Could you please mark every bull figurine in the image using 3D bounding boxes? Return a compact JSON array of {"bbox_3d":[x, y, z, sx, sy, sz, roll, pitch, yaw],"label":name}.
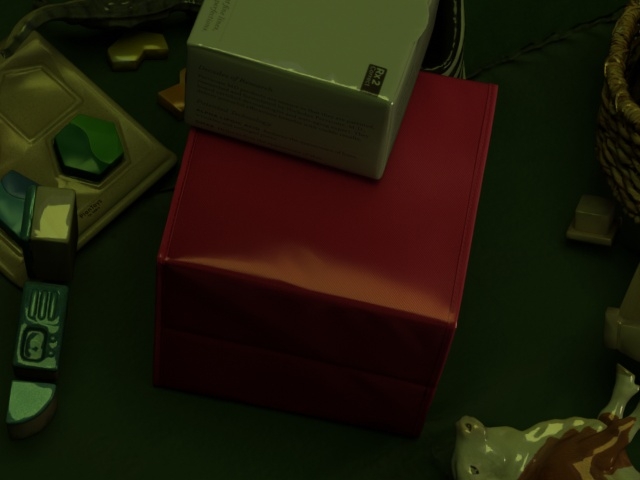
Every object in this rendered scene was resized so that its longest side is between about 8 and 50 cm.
[{"bbox_3d":[0.268,0.230,1.767,0.310,0.101,0.188,39,92,6],"label":"bull figurine"}]

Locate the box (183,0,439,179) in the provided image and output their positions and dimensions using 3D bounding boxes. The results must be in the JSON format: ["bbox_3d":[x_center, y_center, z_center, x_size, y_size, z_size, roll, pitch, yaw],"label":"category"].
[{"bbox_3d":[-0.004,-0.174,1.665,0.182,0.119,0.181,17,58,5],"label":"box"}]

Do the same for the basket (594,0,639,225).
[{"bbox_3d":[0.383,-0.160,1.889,0.214,0.223,0.299,7,36,-2],"label":"basket"}]

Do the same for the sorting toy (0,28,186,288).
[{"bbox_3d":[-0.256,-0.118,1.936,0.229,0.041,0.307,40,64,14],"label":"sorting toy"}]

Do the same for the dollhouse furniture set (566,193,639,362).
[{"bbox_3d":[0.368,0.132,1.835,0.356,0.173,0.303,12,36,19],"label":"dollhouse furniture set"}]

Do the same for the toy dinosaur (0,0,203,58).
[{"bbox_3d":[-0.224,-0.237,1.973,0.268,0.064,0.118,-15,35,-33],"label":"toy dinosaur"}]

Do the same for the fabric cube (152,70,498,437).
[{"bbox_3d":[0.000,0.000,1.784,0.258,0.259,0.254,11,61,1],"label":"fabric cube"}]

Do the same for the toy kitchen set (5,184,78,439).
[{"bbox_3d":[-0.311,0.060,1.765,0.166,0.122,0.207,6,70,-4],"label":"toy kitchen set"}]

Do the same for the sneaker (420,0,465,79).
[{"bbox_3d":[0.054,-0.313,1.962,0.169,0.257,0.447,-14,64,-15],"label":"sneaker"}]
